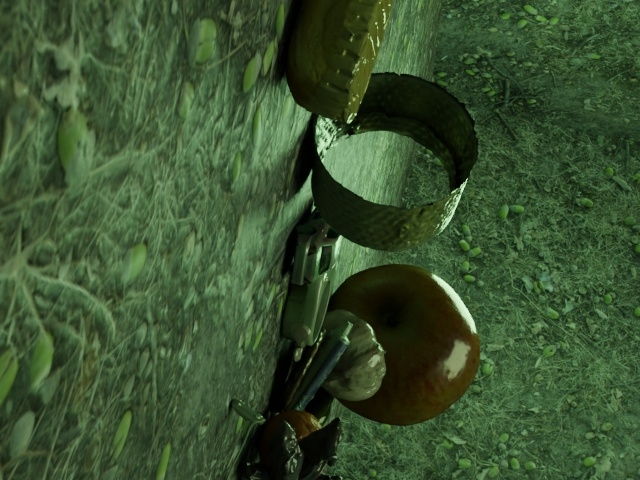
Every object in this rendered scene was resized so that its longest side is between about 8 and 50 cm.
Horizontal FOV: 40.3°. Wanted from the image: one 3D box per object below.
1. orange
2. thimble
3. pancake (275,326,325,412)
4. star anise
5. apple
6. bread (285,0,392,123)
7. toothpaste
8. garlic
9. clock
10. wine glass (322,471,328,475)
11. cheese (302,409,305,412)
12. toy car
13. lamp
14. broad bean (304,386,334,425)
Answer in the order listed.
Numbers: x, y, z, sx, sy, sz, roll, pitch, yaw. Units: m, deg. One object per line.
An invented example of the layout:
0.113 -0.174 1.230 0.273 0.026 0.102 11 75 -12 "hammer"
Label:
-0.054 0.381 1.643 0.117 0.135 0.136 -116 -154 -46 "orange"
0.112 -0.130 1.433 0.150 0.270 0.271 98 9 -59 "thimble"
-0.040 0.254 1.716 0.199 0.021 0.199 -60 -179 1 "pancake"
-0.044 0.422 1.531 0.110 0.198 0.258 -132 -130 -57 "star anise"
0.176 0.242 2.116 0.334 0.400 0.400 60 38 -42 "apple"
0.025 -0.277 1.132 0.140 0.106 0.236 84 21 -70 "bread"
-0.016 0.274 1.731 0.268 0.047 0.069 -56 -165 1 "toothpaste"
0.019 0.268 1.858 0.212 0.218 0.219 -30 147 -27 "garlic"
-0.026 0.125 1.618 0.151 0.062 0.191 -37 141 -78 "clock"
-0.084 0.542 1.678 0.156 0.156 0.232 95 17 -46 "wine glass"
-0.075 0.468 1.943 0.106 0.037 0.256 90 15 -54 "cheese"
0.000 0.000 1.536 0.224 0.076 0.090 -59 160 -63 "toy car"
-0.146 0.339 1.313 0.198 0.056 0.050 -65 173 0 "lamp"
-0.001 0.397 2.188 0.325 0.075 0.067 -63 164 -54 "broad bean"
